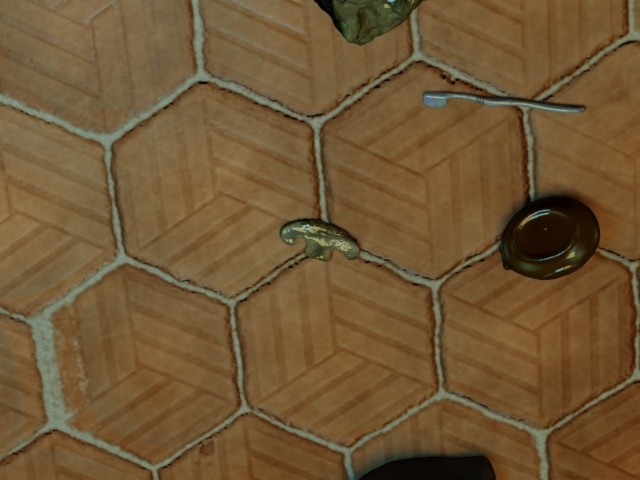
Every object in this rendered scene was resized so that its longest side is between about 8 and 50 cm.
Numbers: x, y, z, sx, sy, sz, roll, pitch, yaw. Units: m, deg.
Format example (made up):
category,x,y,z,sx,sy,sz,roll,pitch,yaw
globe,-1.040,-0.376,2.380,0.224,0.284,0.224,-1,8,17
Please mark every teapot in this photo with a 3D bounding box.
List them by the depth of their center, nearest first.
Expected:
category,x,y,z,sx,sy,sz,roll,pitch,yaw
teapot,0.274,0.001,1.978,0.129,0.078,0.098,-20,71,18

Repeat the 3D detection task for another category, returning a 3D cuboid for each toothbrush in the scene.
category,x,y,z,sx,sy,sz,roll,pitch,yaw
toothbrush,0.216,-0.160,1.936,0.193,0.013,0.019,3,119,-2

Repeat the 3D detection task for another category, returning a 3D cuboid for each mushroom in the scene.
category,x,y,z,sx,sy,sz,roll,pitch,yaw
mushroom,0.000,0.001,1.999,0.101,0.019,0.049,13,113,-5

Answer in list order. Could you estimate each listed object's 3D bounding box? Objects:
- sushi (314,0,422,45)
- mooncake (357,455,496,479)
category,x,y,z,sx,sy,sz,roll,pitch,yaw
sushi,0.109,-0.366,1.719,0.350,0.171,0.211,-42,145,24
mooncake,0.166,0.443,2.107,0.333,0.174,0.326,-1,110,1
